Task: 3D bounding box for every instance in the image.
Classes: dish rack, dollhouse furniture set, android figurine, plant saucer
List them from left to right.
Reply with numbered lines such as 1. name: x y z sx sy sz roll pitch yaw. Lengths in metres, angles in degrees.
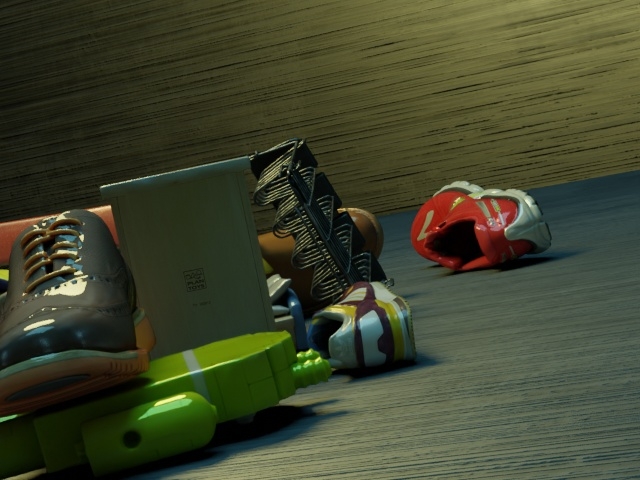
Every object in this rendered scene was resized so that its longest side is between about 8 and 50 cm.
1. plant saucer: -0.239 -0.013 1.842 0.258 0.047 0.259 -8 3 25
2. dollhouse furniture set: -0.170 0.039 1.665 0.286 0.198 0.303 -12 3 -5
3. android figurine: -0.127 0.125 1.305 0.273 0.056 0.248 -14 3 -8
4. dish rack: 0.000 0.000 1.742 0.074 0.208 0.271 -32 9 7

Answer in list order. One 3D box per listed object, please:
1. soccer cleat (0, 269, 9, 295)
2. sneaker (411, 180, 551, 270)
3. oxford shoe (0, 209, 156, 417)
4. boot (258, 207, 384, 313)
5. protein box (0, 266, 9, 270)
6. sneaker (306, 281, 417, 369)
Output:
1. soccer cleat: -0.294 0.069 1.650 0.121 0.093 0.289 3 1 40
2. sneaker: 0.171 -0.011 2.145 0.118 0.107 0.279 -23 6 -23
3. oxford shoe: -0.205 0.050 1.297 0.130 0.132 0.364 -15 4 -3
4. boot: -0.081 0.023 1.915 0.283 0.109 0.220 -16 -14 12
5. protein box: -0.436 0.117 1.777 0.201 0.136 0.200 -14 5 -44
6. sneaker: 0.023 0.075 1.505 0.084 0.069 0.185 -7 2 -12
